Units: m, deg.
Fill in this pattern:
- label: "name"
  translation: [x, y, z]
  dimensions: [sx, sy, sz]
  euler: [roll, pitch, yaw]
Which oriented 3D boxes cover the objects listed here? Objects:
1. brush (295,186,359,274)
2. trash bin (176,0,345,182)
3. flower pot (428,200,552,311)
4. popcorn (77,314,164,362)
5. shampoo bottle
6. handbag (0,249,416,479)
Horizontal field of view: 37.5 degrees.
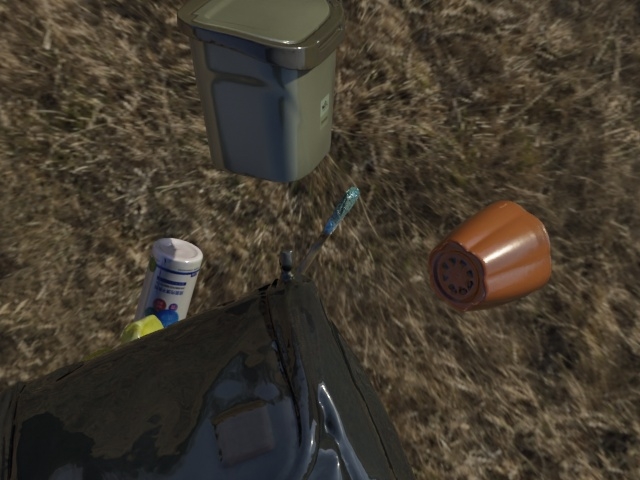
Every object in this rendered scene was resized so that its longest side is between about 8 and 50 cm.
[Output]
- label: "brush"
  translation: [0.000, 0.000, 1.475]
  dimensions: [0.021, 0.070, 0.196]
  euler: [36, 108, 2]
- label: "trash bin"
  translation: [-0.083, -0.240, 1.436]
  dimensions: [0.219, 0.220, 0.250]
  euler: [14, 127, 21]
- label: "flower pot"
  translation: [0.289, 0.037, 1.675]
  dimensions: [0.190, 0.173, 0.191]
  euler: [17, 115, 40]
- label: "popcorn"
  translation: [-0.188, 0.210, 1.022]
  dimensions: [0.181, 0.235, 0.217]
  euler: [15, 108, -42]
- label: "shampoo bottle"
  translation: [-0.294, 0.149, 1.709]
  dimensions: [0.092, 0.092, 0.303]
  euler: [18, 111, -3]
- label: "handbag"
  translation: [-0.093, 0.181, 0.658]
  dimensions: [0.301, 0.178, 0.275]
  euler: [-21, 93, 7]
